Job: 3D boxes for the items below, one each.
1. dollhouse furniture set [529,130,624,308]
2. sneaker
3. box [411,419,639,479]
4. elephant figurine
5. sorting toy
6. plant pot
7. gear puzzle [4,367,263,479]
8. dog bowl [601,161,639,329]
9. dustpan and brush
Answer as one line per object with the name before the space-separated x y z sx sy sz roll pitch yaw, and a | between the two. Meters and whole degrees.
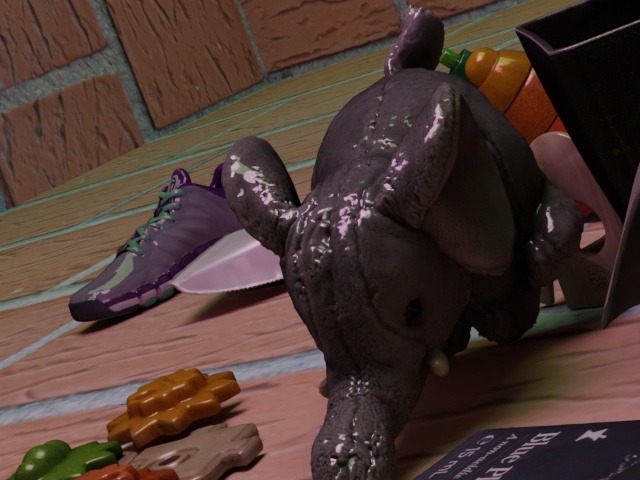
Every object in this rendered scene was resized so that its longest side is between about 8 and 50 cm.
dollhouse furniture set | 0.168 -0.038 1.044 0.182 0.101 0.161 -29 12 -40
sneaker | -0.143 -0.005 1.558 0.223 0.098 0.083 -27 11 -36
box | 0.066 0.114 0.424 0.158 0.093 0.156 -10 14 46
elephant figurine | 0.034 -0.002 0.861 0.169 0.186 0.239 -54 -15 17
sorting toy | 0.147 -0.113 1.313 0.127 0.126 0.365 -60 8 6
plant pot | 0.214 -0.052 0.819 0.187 0.167 0.188 -21 8 5
gear puzzle | -0.126 0.127 0.923 0.175 0.044 0.339 -17 10 26
dog bowl | 0.243 -0.018 0.432 0.348 0.102 0.349 0 8 0
dustpan and brush | 0.000 0.000 1.385 0.211 0.060 0.147 -24 8 24
